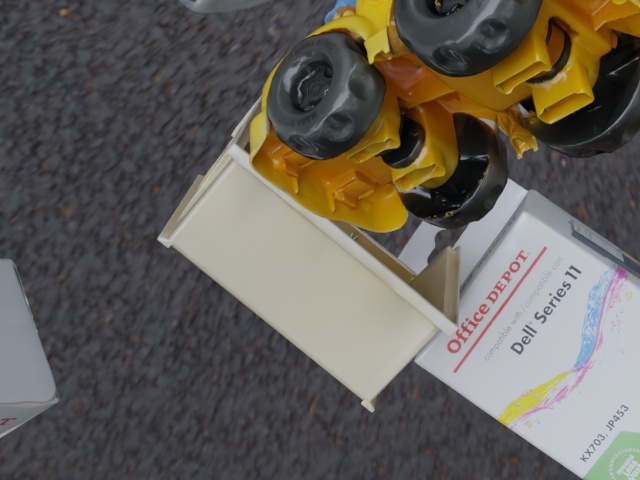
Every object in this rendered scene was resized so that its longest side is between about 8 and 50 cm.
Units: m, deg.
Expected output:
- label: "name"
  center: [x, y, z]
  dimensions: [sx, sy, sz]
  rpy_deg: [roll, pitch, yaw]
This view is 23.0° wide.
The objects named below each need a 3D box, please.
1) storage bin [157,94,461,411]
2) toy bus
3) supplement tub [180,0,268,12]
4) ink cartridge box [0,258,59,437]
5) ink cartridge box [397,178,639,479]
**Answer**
- label: "storage bin"
  center: [0.000, 0.000, 1.539]
  dimensions: [0.262, 0.260, 0.123]
  rpy_deg: [39, 108, -7]
- label: "toy bus"
  center: [0.064, -0.137, 0.864]
  dimensions: [0.220, 0.211, 0.149]
  rpy_deg: [-30, 145, 30]
- label: "supplement tub"
  center: [-0.082, -0.373, 1.280]
  dimensions: [0.207, 0.207, 0.338]
  rpy_deg: [-23, 89, 11]
- label: "ink cartridge box"
  center: [-0.384, 0.130, 1.178]
  dimensions: [0.306, 0.226, 0.131]
  rpy_deg: [-34, 68, 28]
- label: "ink cartridge box"
  center: [0.242, 0.093, 1.639]
  dimensions: [0.353, 0.119, 0.207]
  rpy_deg: [34, 108, 2]
